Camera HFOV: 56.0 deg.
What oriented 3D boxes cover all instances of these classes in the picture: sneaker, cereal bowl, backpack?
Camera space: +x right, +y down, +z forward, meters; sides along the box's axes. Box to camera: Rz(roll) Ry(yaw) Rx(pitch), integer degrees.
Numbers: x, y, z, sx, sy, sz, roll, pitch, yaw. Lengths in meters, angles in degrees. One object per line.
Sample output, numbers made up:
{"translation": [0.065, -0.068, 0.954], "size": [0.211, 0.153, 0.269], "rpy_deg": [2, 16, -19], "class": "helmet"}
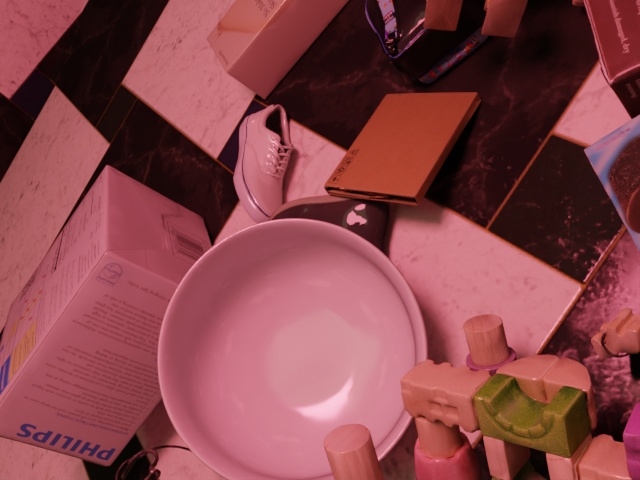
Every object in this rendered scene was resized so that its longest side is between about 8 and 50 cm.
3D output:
{"translation": [0.000, 0.000, 0.915], "size": [0.222, 0.083, 0.118], "rpy_deg": [-13, 61, 37], "class": "sneaker"}
{"translation": [-0.095, -0.143, 1.065], "size": [0.091, 0.094, 0.258], "rpy_deg": [-34, 50, 33], "class": "sneaker"}
{"translation": [-0.029, 0.150, 0.788], "size": [0.339, 0.141, 0.339], "rpy_deg": [-3, 72, 10], "class": "cereal bowl"}
{"translation": [0.154, -0.350, 0.914], "size": [0.158, 0.117, 0.173], "rpy_deg": [-39, 49, 24], "class": "backpack"}

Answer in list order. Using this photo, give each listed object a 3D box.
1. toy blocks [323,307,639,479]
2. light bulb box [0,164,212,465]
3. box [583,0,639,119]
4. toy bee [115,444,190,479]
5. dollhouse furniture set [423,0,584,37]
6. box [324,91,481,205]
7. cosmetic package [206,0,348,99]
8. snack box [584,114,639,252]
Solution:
{"translation": [0.216, 0.242, 0.542], "size": [0.288, 0.309, 0.260], "rpy_deg": [-1, 111, 46], "class": "toy blocks"}
{"translation": [-0.374, 0.119, 1.058], "size": [0.361, 0.225, 0.358], "rpy_deg": [-52, 30, 12], "class": "light bulb box"}
{"translation": [0.391, -0.221, 0.593], "size": [0.203, 0.168, 0.167], "rpy_deg": [-21, 58, 35], "class": "box"}
{"translation": [-0.159, 0.261, 0.915], "size": [0.298, 0.162, 0.195], "rpy_deg": [-42, 35, -15], "class": "toy bee"}
{"translation": [0.252, -0.385, 0.727], "size": [0.242, 0.161, 0.212], "rpy_deg": [8, 73, 7], "class": "dollhouse furniture set"}
{"translation": [0.117, -0.139, 0.869], "size": [0.164, 0.021, 0.201], "rpy_deg": [11, 59, 42], "class": "box"}
{"translation": [-0.072, -0.454, 1.181], "size": [0.309, 0.113, 0.160], "rpy_deg": [-46, 46, 16], "class": "cosmetic package"}
{"translation": [0.396, -0.077, 0.477], "size": [0.322, 0.060, 0.187], "rpy_deg": [-40, 67, 51], "class": "snack box"}
